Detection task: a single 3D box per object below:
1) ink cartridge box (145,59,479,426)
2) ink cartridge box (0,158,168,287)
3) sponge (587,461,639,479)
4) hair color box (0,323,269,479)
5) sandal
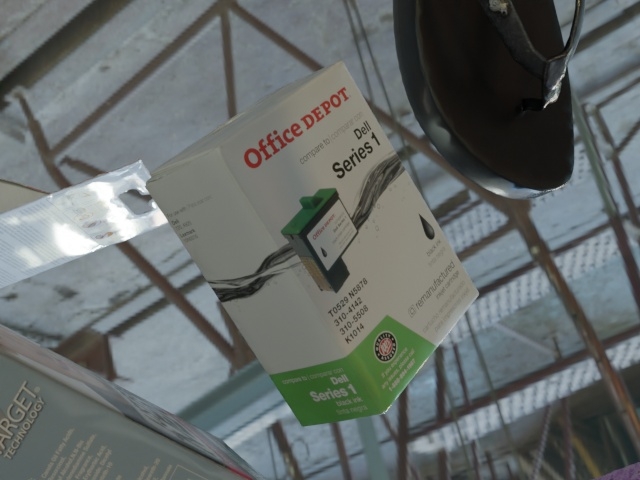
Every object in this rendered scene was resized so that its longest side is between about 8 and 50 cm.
[{"bbox_3d":[0.000,0.000,0.684,0.093,0.219,0.160,-19,-162,45],"label":"ink cartridge box"},{"bbox_3d":[-0.251,-0.022,0.813,0.225,0.056,0.181,-23,167,-3],"label":"ink cartridge box"},{"bbox_3d":[0.252,0.146,0.532,0.210,0.031,0.117,-18,-171,-6],"label":"sponge"},{"bbox_3d":[-0.216,0.142,0.679,0.374,0.113,0.185,34,170,-25],"label":"hair color box"},{"bbox_3d":[0.080,-0.144,0.430,0.097,0.254,0.054,-13,-174,-33],"label":"sandal"}]
